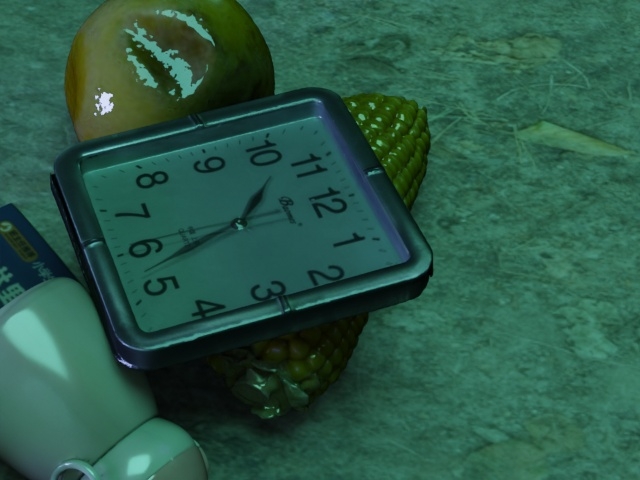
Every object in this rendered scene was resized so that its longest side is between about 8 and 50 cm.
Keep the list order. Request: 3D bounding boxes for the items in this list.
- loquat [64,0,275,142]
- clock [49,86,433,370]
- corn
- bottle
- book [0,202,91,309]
[{"bbox_3d":[-0.145,-0.151,1.570,0.213,0.213,0.213,5,51,-6],"label":"loquat"},{"bbox_3d":[-0.073,-0.013,1.399,0.279,0.049,0.273,-14,45,-13],"label":"clock"},{"bbox_3d":[0.000,0.000,1.516,0.144,0.144,0.387,17,48,5],"label":"corn"},{"bbox_3d":[-0.187,0.159,1.347,0.236,0.147,0.147,47,57,7],"label":"bottle"},{"bbox_3d":[-0.354,0.102,1.451,0.322,0.018,0.228,-29,61,-28],"label":"book"}]
